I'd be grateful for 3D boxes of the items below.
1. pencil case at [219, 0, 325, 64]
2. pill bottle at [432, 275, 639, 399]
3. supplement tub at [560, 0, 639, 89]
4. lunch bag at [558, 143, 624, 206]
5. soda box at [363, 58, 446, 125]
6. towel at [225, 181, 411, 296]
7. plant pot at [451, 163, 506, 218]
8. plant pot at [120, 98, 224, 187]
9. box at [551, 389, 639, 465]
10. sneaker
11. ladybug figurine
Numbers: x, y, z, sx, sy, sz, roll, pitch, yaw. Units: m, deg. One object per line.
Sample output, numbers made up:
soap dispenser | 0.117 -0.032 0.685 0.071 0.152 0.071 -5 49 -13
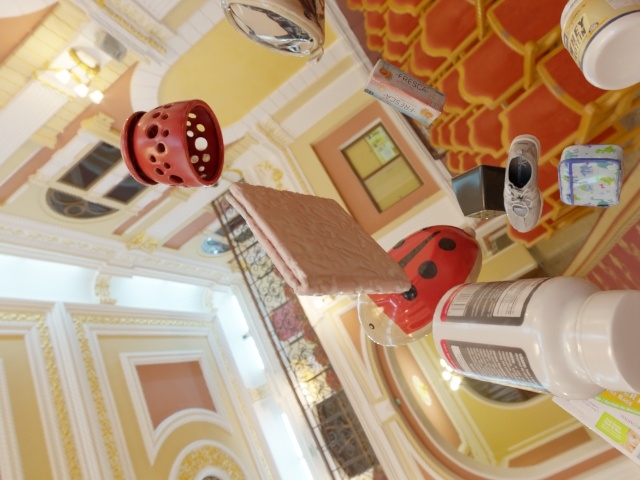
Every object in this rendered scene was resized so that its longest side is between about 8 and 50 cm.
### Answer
pencil case | -0.027 -0.489 0.660 0.184 0.410 0.160 14 177 -14
pill bottle | 0.341 0.147 0.680 0.176 0.176 0.318 53 157 -8
supplement tub | 0.898 -0.645 1.345 0.228 0.228 0.316 44 -145 -37
lunch bag | 0.846 -0.199 1.363 0.090 0.176 0.219 -62 -40 -25
soda box | 0.197 -0.343 1.009 0.183 0.058 0.063 25 158 -10
towel | 0.000 0.000 0.910 0.332 0.053 0.317 4 -144 -46
plant pot | 0.644 -0.178 1.684 0.187 0.188 0.167 156 115 -67
plant pot | -0.333 -0.212 0.970 0.191 0.174 0.191 0 -90 -79
box | 0.544 0.305 0.761 0.103 0.114 0.203 23 -172 -33
sneaker | 0.551 -0.143 1.208 0.115 0.105 0.281 -40 -56 -43
ladybug figurine | 0.280 0.112 1.293 0.162 0.449 0.305 42 -177 -35
